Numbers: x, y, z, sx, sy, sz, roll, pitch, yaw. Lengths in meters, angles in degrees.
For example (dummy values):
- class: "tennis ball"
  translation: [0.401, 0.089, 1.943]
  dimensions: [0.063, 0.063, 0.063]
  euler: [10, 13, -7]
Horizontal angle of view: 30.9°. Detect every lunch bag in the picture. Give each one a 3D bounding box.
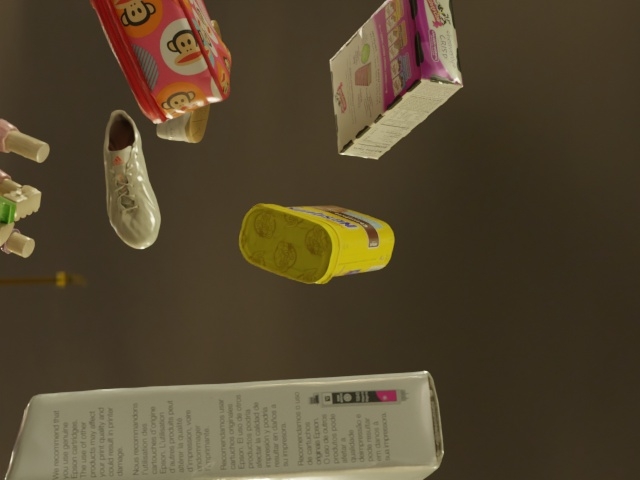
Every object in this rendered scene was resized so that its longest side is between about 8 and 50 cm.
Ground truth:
- class: "lunch bag"
  translation: [-0.205, -0.295, 1.422]
  dimensions: [0.293, 0.120, 0.258]
  euler: [-105, 173, -70]

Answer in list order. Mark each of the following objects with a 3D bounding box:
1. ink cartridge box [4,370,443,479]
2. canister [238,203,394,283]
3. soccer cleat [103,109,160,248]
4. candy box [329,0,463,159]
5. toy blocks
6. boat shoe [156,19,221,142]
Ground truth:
- class: "ink cartridge box"
  translation: [-0.107, 0.165, 0.817]
  dimensions: [0.324, 0.330, 0.071]
  euler: [109, -21, -69]
- class: "canister"
  translation: [0.000, 0.000, 1.390]
  dimensions: [0.126, 0.170, 0.073]
  euler: [18, -79, 27]
- class: "soccer cleat"
  translation: [-0.258, -0.082, 1.543]
  dimensions: [0.076, 0.068, 0.196]
  euler: [89, -12, -63]
- class: "candy box"
  translation: [0.100, -0.233, 1.606]
  dimensions: [0.233, 0.071, 0.159]
  euler: [-37, -128, 55]
- class: "toy blocks"
  translation: [-0.739, -0.078, 2.307]
  dimensions: [0.260, 0.288, 0.309]
  euler: [22, -63, 16]
- class: "boat shoe"
  translation: [-0.254, -0.309, 2.209]
  dimensions: [0.096, 0.098, 0.277]
  euler: [2, -124, 15]
